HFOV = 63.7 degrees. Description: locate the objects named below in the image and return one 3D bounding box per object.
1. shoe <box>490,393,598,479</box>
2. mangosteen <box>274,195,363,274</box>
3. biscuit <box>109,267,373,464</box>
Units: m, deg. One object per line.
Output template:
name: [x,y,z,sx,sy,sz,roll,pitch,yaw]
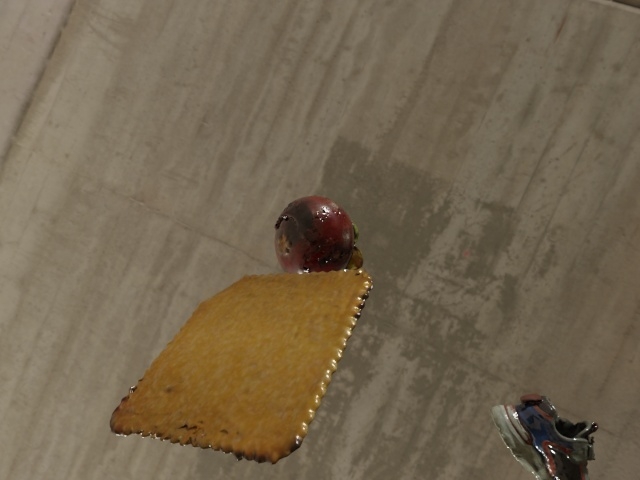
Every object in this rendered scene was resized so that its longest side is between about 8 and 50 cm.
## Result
shoe: [0.369,0.317,0.778,0.125,0.227,0.099,-43,-4,8]
mangosteen: [0.000,0.000,0.970,0.180,0.166,0.166,4,-68,-50]
biscuit: [-0.076,0.110,0.535,0.236,0.232,0.013,-58,-47,-45]
